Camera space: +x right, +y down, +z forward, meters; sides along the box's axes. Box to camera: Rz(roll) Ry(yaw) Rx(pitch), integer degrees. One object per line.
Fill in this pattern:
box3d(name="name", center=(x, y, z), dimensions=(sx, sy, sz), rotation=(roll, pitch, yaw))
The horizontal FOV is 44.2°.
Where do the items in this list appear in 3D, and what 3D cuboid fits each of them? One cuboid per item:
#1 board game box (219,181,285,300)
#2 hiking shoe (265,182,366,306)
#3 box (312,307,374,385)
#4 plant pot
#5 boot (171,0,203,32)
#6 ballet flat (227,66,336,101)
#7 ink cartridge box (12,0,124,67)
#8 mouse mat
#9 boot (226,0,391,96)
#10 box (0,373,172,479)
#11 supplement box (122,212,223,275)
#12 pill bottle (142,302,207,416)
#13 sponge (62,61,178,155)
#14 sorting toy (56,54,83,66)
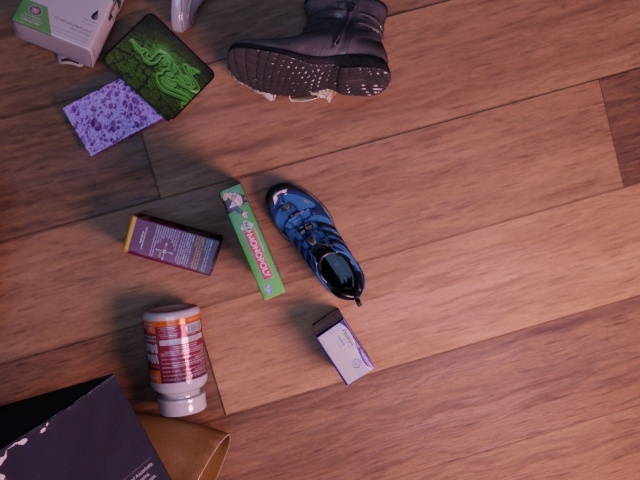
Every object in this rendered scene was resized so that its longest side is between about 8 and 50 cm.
box3d(name="board game box", center=(-0.136, -0.009, 1.559), dimensions=(0.046, 0.317, 0.213), rotation=(-24, 97, -3))
box3d(name="hiking shoe", center=(0.000, 0.000, 1.663), dimensions=(0.113, 0.132, 0.304), rotation=(-41, 97, 0))
box3d(name="box", center=(0.047, 0.225, 1.684), dimensions=(0.072, 0.137, 0.126), rotation=(-33, 97, -1))
box3d(name="plant pot", center=(-0.353, 0.462, 1.644), dimensions=(0.254, 0.237, 0.237), rotation=(22, 93, 8))
box3d(name="boot", center=(-0.224, -0.546, 1.615), dimensions=(0.124, 0.095, 0.258), rotation=(12, 93, 1))
box3d(name="ballet flat", center=(-0.076, -0.328, 1.659), dimensions=(0.241, 0.091, 0.077), rotation=(4, 127, -1))
box3d(name="ink cartridge box", center=(-0.488, -0.481, 1.570), dimensions=(0.160, 0.092, 0.219), rotation=(21, 75, -7))
box3d(name="mouse mat", center=(-0.334, -0.361, 1.642), dimensions=(0.190, 0.007, 0.152), rotation=(43, 73, -12))
box3d(name="boot", center=(-0.024, -0.410, 1.609), dimensions=(0.338, 0.118, 0.222), rotation=(5, 59, -15))
box3d(name="box", center=(-0.501, 0.552, 1.475), dimensions=(0.480, 0.297, 0.471), rotation=(-20, 101, 41))
box3d(name="supplement box", center=(-0.306, 0.007, 1.653), dimensions=(0.188, 0.104, 0.080), rotation=(16, 94, -6))
box3d(name="pill bottle", center=(-0.303, 0.251, 1.666), dimensions=(0.121, 0.121, 0.221), rotation=(-6, 95, -4))
box3d(name="sponge", center=(-0.417, -0.276, 1.656), dimensions=(0.210, 0.031, 0.117), rotation=(-29, 97, -2))
box3d(name="sorting toy", center=(-0.518, -0.400, 1.637), dimensions=(0.083, 0.045, 0.075), rotation=(6, 114, -5))
